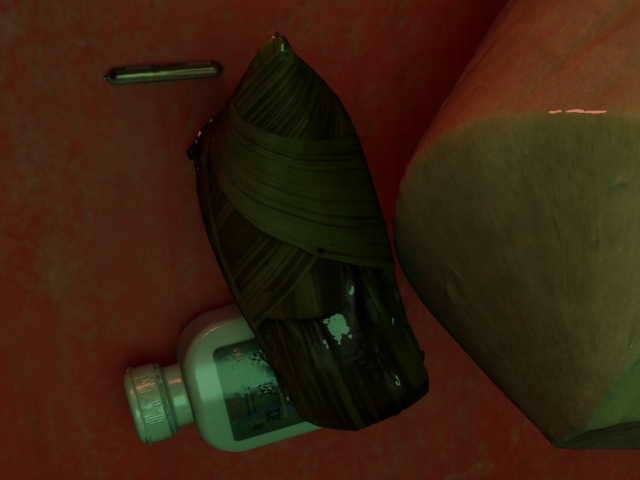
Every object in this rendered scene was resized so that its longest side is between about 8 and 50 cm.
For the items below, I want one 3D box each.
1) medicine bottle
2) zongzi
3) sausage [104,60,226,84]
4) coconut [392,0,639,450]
[{"bbox_3d":[-0.054,0.114,1.127,0.229,0.083,0.121,-15,108,-8],"label":"medicine bottle"},{"bbox_3d":[0.000,0.000,0.957,0.134,0.288,0.286,-23,84,-12],"label":"zongzi"},{"bbox_3d":[-0.127,-0.138,1.066,0.100,0.015,0.015,-7,109,-12],"label":"sausage"},{"bbox_3d":[0.255,-0.013,0.993,0.415,0.344,0.415,13,69,-36],"label":"coconut"}]
